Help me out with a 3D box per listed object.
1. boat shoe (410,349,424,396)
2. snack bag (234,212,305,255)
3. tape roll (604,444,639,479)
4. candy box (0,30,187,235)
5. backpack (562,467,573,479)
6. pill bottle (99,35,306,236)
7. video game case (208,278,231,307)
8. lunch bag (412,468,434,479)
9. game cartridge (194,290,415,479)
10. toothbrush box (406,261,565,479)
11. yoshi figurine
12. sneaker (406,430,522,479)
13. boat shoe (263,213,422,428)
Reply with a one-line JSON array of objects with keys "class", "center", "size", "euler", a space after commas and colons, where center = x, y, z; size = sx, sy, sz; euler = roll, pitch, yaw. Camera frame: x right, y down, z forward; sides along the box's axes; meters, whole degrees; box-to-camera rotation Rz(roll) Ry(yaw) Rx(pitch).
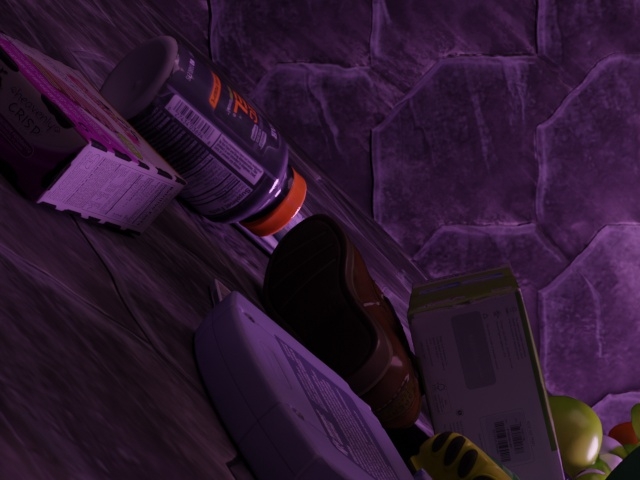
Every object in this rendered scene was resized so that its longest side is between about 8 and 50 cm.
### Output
[{"class": "boat shoe", "center": [0.047, 0.120, 1.921], "size": [0.170, 0.063, 0.059], "euler": [42, 16, -2]}, {"class": "snack bag", "center": [-0.063, -0.025, 2.267], "size": [0.342, 0.037, 0.323], "euler": [42, 7, -23]}, {"class": "tape roll", "center": [0.388, 0.315, 1.568], "size": [0.321, 0.321, 0.077], "euler": [43, 5, -8]}, {"class": "candy box", "center": [-0.222, -0.093, 1.480], "size": [0.159, 0.071, 0.233], "euler": [45, 5, 14]}, {"class": "backpack", "center": [0.251, 0.292, 1.944], "size": [0.105, 0.084, 0.114], "euler": [44, 1, 6]}, {"class": "pill bottle", "center": [-0.125, -0.105, 1.943], "size": [0.245, 0.130, 0.130], "euler": [41, 7, -32]}, {"class": "video game case", "center": [-0.065, 0.083, 1.615], "size": [0.087, 0.011, 0.122], "euler": [43, 6, -16]}, {"class": "lunch bag", "center": [0.102, 0.241, 1.453], "size": [0.083, 0.053, 0.071], "euler": [51, 3, -29]}, {"class": "game cartridge", "center": [-0.006, 0.150, 1.358], "size": [0.196, 0.060, 0.294], "euler": [45, 5, -25]}, {"class": "toothbrush box", "center": [0.171, 0.145, 1.843], "size": [0.283, 0.122, 0.206], "euler": [-51, 128, -85]}, {"class": "yoshi figurine", "center": [0.336, 0.273, 2.257], "size": [0.203, 0.203, 0.362], "euler": [29, 5, 13]}, {"class": "sneaker", "center": [0.186, 0.274, 1.516], "size": [0.123, 0.109, 0.295], "euler": [34, 11, -42]}, {"class": "boat shoe", "center": [0.023, 0.088, 1.788], "size": [0.104, 0.110, 0.307], "euler": [45, 14, -31]}]
